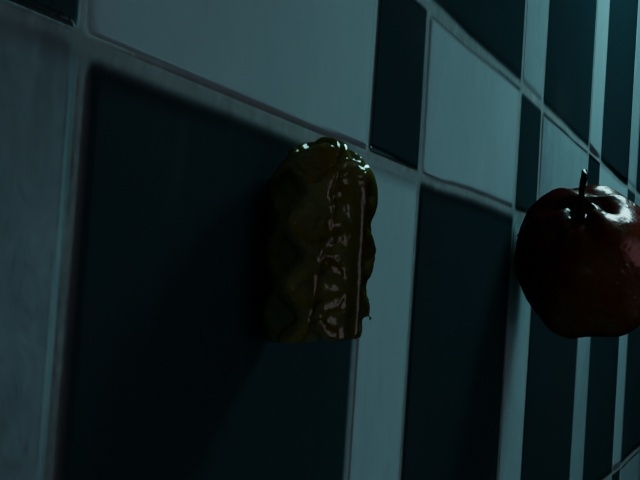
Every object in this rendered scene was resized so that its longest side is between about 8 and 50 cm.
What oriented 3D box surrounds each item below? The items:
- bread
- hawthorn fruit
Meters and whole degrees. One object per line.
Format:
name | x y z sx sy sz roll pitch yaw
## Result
bread | 0.000 0.000 0.689 0.066 0.060 0.110 5 87 -41
hawthorn fruit | 0.273 0.007 1.312 0.157 0.157 0.194 -68 149 -42
